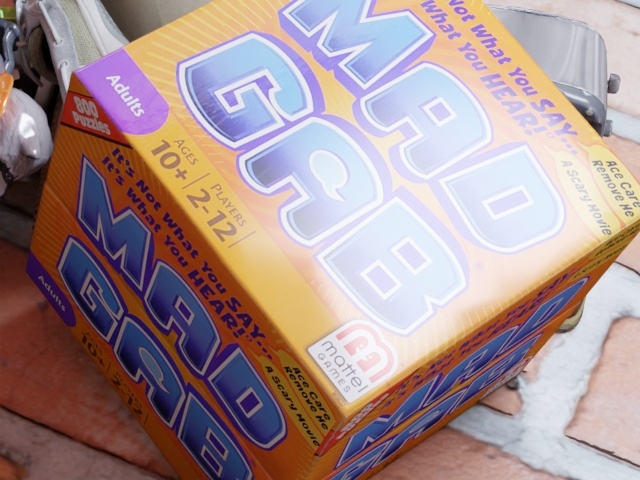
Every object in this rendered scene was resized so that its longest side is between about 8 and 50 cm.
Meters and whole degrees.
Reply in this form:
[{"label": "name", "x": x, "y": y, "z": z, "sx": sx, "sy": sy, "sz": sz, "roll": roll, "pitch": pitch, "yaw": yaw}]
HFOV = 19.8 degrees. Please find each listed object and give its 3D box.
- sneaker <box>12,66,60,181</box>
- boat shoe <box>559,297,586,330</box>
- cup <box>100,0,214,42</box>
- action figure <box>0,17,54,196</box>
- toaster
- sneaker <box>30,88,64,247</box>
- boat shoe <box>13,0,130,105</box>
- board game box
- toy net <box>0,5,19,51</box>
[{"label": "sneaker", "x": -0.345, "y": -0.120, "z": 1.912, "sx": 0.121, "sy": 0.079, "sz": 0.217, "roll": 2, "pitch": 25, "yaw": 1}, {"label": "boat shoe", "x": 0.258, "y": 0.009, "z": 1.886, "sx": 0.064, "sy": 0.060, "sz": 0.178, "roll": 12, "pitch": 49, "yaw": 5}, {"label": "cup", "x": -0.102, "y": -0.244, "z": 1.938, "sx": 0.331, "sy": 0.331, "sz": 0.237, "roll": -2, "pitch": 75, "yaw": -7}, {"label": "action figure", "x": -0.413, "y": -0.092, "z": 1.710, "sx": 0.330, "sy": 0.178, "sz": 0.341, "roll": 8, "pitch": 70, "yaw": 1}, {"label": "toaster", "x": 0.210, "y": -0.169, "z": 1.993, "sx": 0.227, "sy": 0.129, "sz": 0.146, "roll": 11, "pitch": 45, "yaw": 7}, {"label": "sneaker", "x": -0.206, "y": -0.085, "z": 1.902, "sx": 0.153, "sy": 0.099, "sz": 0.282, "roll": 9, "pitch": 45, "yaw": -5}, {"label": "boat shoe", "x": -0.247, "y": -0.174, "z": 1.816, "sx": 0.103, "sy": 0.118, "sz": 0.320, "roll": -27, "pitch": 47, "yaw": -12}, {"label": "board game box", "x": 0.000, "y": 0.000, "z": 1.624, "sx": 0.356, "sy": 0.356, "sz": 0.356, "roll": -32, "pitch": 74, "yaw": -28}, {"label": "toy net", "x": -0.388, "y": -0.209, "z": 1.954, "sx": 0.122, "sy": 0.045, "sz": 0.232, "roll": 7, "pitch": 20, "yaw": 8}]
